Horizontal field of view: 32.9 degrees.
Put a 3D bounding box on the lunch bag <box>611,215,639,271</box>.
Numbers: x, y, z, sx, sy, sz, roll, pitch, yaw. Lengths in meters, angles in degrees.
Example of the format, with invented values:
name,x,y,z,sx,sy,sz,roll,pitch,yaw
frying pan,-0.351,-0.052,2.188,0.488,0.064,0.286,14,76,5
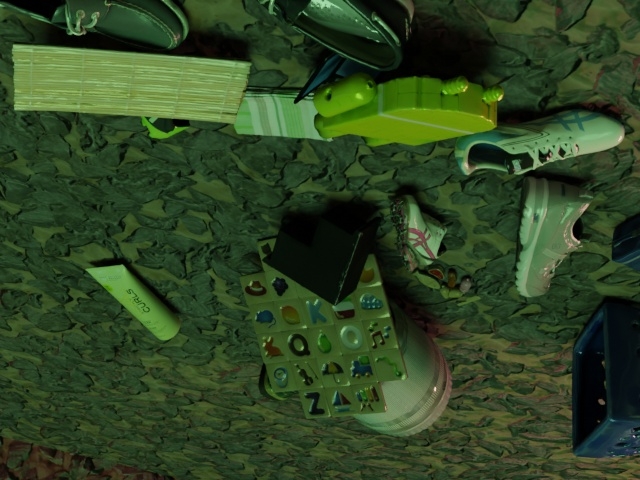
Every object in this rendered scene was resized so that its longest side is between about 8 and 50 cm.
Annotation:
name,x,y,z,sx,sy,sz,roll,pitch,yaw
lunch bag,0.502,0.003,1.712,0.065,0.067,0.098,21,150,-20

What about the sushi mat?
name,x,y,z,sx,sy,sz,roll,pitch,yaw
sushi mat,-0.258,-0.212,1.482,0.317,0.019,0.151,3,151,-11

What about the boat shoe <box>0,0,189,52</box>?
name,x,y,z,sx,sy,sz,roll,pitch,yaw
boat shoe,-0.325,-0.297,1.384,0.319,0.099,0.116,20,146,-21

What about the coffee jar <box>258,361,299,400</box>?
name,x,y,z,sx,sy,sz,roll,pitch,yaw
coffee jar,-0.054,0.287,2.346,0.079,0.096,0.184,33,143,-31

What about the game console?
name,x,y,z,sx,sy,sz,roll,pitch,yaw
game console,0.037,-0.220,1.447,0.107,0.071,0.122,19,150,-16

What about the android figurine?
name,x,y,z,sx,sy,sz,roll,pitch,yaw
android figurine,0.119,-0.172,1.436,0.248,0.056,0.273,6,171,-34

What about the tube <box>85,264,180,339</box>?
name,x,y,z,sx,sy,sz,roll,pitch,yaw
tube,-0.369,0.118,2.181,0.070,0.062,0.240,-38,135,-1

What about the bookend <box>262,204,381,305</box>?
name,x,y,z,sx,sy,sz,roll,pitch,yaw
bookend,0.000,0.000,1.824,0.157,0.072,0.156,30,125,19

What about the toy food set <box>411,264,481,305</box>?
name,x,y,z,sx,sy,sz,roll,pitch,yaw
toy food set,0.233,0.074,1.968,0.122,0.019,0.078,37,141,-27

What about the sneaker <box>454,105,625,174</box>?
name,x,y,z,sx,sy,sz,roll,pitch,yaw
sneaker,0.305,-0.131,1.516,0.237,0.086,0.085,-5,146,21

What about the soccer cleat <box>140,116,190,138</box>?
name,x,y,z,sx,sy,sz,roll,pitch,yaw
soccer cleat,-0.248,-0.212,1.568,0.072,0.060,0.179,-17,147,12

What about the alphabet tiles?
name,x,y,z,sx,sy,sz,roll,pitch,yaw
alphabet tiles,0.002,0.151,1.928,0.285,0.342,0.011,-11,-171,32

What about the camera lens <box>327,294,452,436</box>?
name,x,y,z,sx,sy,sz,roll,pitch,yaw
camera lens,0.108,0.236,2.083,0.219,0.219,0.274,-10,146,30

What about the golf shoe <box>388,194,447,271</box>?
name,x,y,z,sx,sy,sz,roll,pitch,yaw
golf shoe,0.162,-0.023,1.782,0.086,0.067,0.186,-21,147,-1

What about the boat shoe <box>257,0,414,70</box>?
name,x,y,z,sx,sy,sz,roll,pitch,yaw
boat shoe,-0.017,-0.302,1.297,0.302,0.091,0.114,21,149,-20

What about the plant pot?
name,x,y,z,sx,sy,sz,roll,pitch,yaw
plant pot,0.592,0.268,1.985,0.212,0.236,0.236,7,152,1

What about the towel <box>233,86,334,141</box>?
name,x,y,z,sx,sy,sz,roll,pitch,yaw
towel,-0.059,-0.182,1.591,0.152,0.023,0.113,4,150,10

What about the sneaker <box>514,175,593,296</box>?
name,x,y,z,sx,sy,sz,roll,pitch,yaw
sneaker,0.370,0.008,1.721,0.115,0.105,0.281,4,150,9
